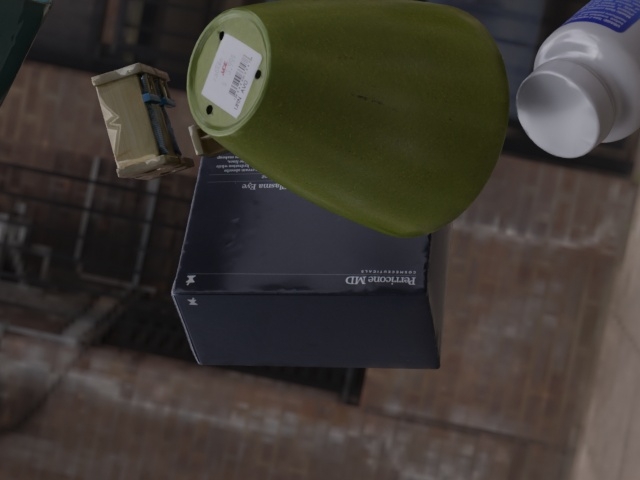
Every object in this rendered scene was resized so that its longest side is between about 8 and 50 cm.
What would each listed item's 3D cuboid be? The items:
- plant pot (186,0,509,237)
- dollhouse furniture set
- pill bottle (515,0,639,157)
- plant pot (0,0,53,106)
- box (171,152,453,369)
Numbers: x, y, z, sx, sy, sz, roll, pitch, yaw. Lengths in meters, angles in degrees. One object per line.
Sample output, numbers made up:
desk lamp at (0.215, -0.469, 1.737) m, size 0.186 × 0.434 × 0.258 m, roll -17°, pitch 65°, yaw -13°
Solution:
plant pot at (0.009, -0.158, 1.689) m, size 0.293 × 0.275 × 0.275 m, roll 10°, pitch -88°, yaw -44°
dollhouse furniture set at (-0.164, -0.162, 1.918) m, size 0.129 × 0.183 × 0.129 m, roll -3°, pitch -103°, yaw -79°
pill bottle at (0.349, -0.210, 1.831) m, size 0.272 × 0.152 × 0.152 m, roll -40°, pitch -28°, yaw -37°
plant pot at (-0.422, -0.162, 1.389) m, size 0.293 × 0.293 × 0.235 m, roll -61°, pitch -6°, yaw -82°
box at (0.000, 0.000, 2.112) m, size 0.179 × 0.343 × 0.312 m, roll 76°, pitch -162°, yaw -50°
